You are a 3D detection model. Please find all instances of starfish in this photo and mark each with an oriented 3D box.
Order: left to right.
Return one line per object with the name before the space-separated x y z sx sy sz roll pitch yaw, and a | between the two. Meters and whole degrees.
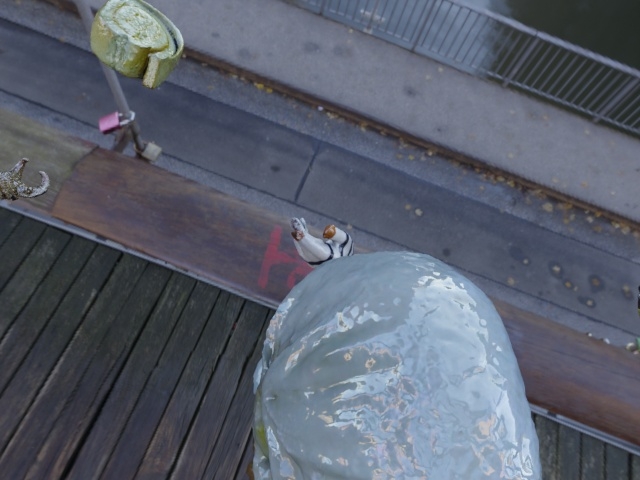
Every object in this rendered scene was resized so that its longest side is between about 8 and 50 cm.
starfish | -0.284 -0.057 0.426 0.078 0.091 0.028 34 98 28

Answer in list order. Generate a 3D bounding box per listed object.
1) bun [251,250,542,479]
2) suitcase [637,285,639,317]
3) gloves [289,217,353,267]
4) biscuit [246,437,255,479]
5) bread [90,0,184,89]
bun | 0.042 0.183 0.465 0.212 0.361 0.361 5 60 -13
suitcase | 0.702 0.142 0.878 0.194 0.143 0.234 -32 108 -21
gloves | -0.005 0.014 1.302 0.140 0.219 0.131 13 94 36
biscuit | -0.027 0.400 0.878 0.103 0.332 0.331 23 56 -26
bread | -0.262 -0.282 0.692 0.118 0.064 0.156 33 35 -22
